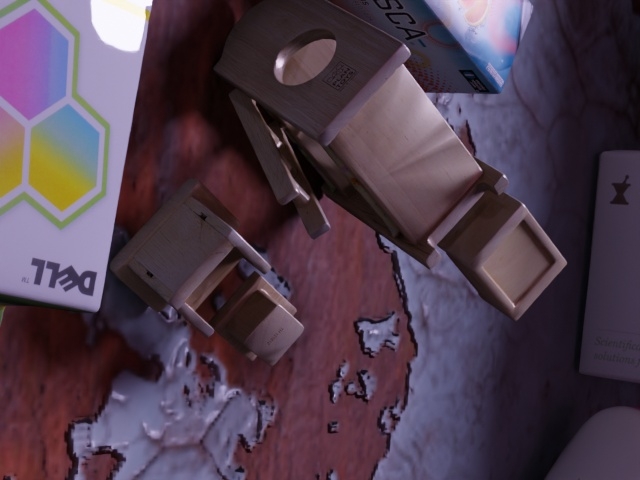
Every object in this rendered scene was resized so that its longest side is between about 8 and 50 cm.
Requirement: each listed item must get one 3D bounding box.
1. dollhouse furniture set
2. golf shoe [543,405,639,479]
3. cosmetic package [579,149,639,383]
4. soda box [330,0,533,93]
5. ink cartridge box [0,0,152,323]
[{"bbox_3d":[0.000,0.000,0.830,0.161,0.101,0.182,-47,133,-6],"label":"dollhouse furniture set"},{"bbox_3d":[0.128,0.216,0.969,0.140,0.115,0.306,46,58,-39],"label":"golf shoe"},{"bbox_3d":[0.354,0.034,1.160,0.365,0.197,0.155,6,90,-49],"label":"cosmetic package"},{"bbox_3d":[0.034,-0.146,0.850,0.183,0.063,0.058,43,62,-44],"label":"soda box"},{"bbox_3d":[-0.135,-0.030,0.654,0.109,0.062,0.209,17,81,-51],"label":"ink cartridge box"}]
